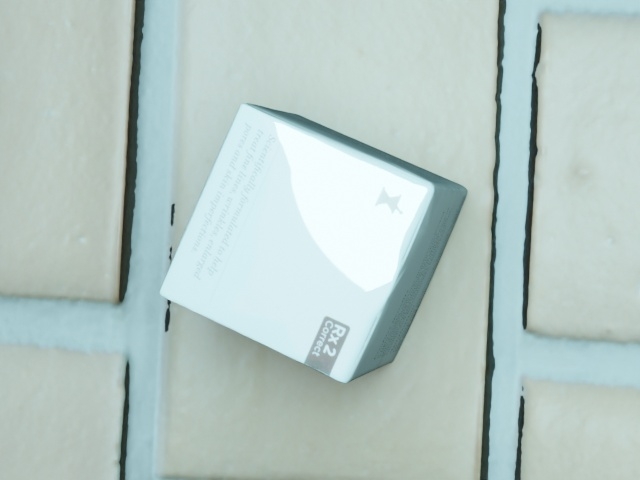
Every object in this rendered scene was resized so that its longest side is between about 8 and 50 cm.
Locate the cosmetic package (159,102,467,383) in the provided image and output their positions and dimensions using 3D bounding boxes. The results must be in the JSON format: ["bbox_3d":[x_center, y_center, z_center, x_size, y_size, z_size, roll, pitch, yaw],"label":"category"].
[{"bbox_3d":[0.000,0.000,1.407,0.151,0.183,0.151,24,95,11],"label":"cosmetic package"}]
